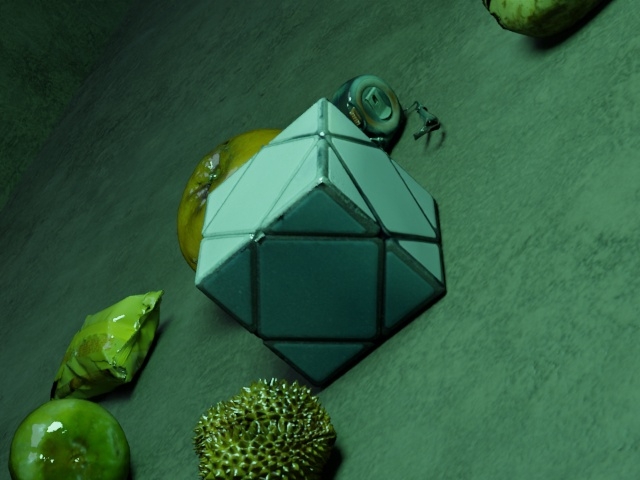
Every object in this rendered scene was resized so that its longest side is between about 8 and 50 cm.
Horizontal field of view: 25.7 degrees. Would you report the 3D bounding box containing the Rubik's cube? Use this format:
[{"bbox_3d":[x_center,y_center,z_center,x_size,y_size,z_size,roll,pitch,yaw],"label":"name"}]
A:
[{"bbox_3d":[0.000,0.000,1.607,0.205,0.205,0.207,-39,23,23],"label":"Rubik's cube"}]

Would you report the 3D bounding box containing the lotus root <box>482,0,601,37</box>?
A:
[{"bbox_3d":[0.298,-0.333,1.715,0.214,0.138,0.138,-30,26,15],"label":"lotus root"}]

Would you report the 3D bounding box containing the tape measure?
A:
[{"bbox_3d":[0.095,-0.180,1.855,0.104,0.107,0.180,-54,19,-22],"label":"tape measure"}]

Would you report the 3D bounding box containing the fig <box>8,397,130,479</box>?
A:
[{"bbox_3d":[-0.322,0.294,1.841,0.167,0.167,0.233,-51,-15,-6],"label":"fig"}]

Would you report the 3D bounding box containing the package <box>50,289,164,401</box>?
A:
[{"bbox_3d":[-0.318,0.163,2.097,0.226,0.090,0.168,-25,35,50],"label":"package"}]

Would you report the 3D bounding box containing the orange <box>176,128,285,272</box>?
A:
[{"bbox_3d":[-0.090,-0.046,1.882,0.249,0.183,0.249,-38,25,22],"label":"orange"}]

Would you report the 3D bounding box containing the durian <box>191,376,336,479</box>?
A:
[{"bbox_3d":[-0.062,0.221,1.473,0.168,0.137,0.158,-25,49,20],"label":"durian"}]
